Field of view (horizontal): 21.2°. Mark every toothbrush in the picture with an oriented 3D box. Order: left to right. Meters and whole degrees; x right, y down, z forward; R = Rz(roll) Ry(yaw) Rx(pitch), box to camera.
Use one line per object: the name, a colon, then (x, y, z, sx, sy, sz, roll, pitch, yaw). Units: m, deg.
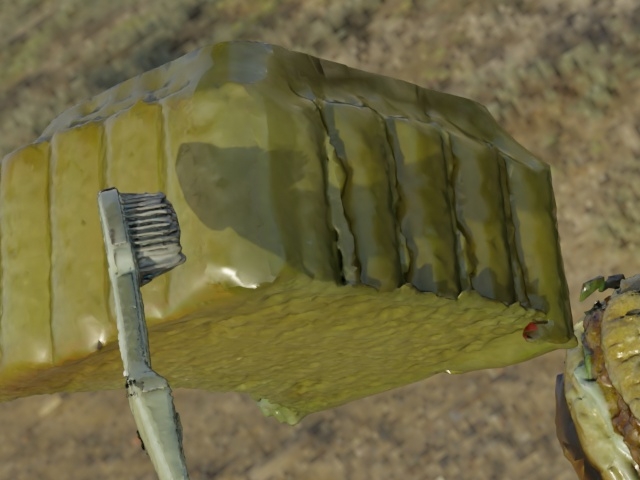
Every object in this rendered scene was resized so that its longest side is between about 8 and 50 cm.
toothbrush: (-0.041, 0.070, 0.515, 0.028, 0.026, 0.294, -12, 39, -5)

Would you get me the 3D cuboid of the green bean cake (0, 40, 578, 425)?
green bean cake: (-0.031, 0.007, 0.807, 0.233, 0.236, 0.124, -20, 69, 42)

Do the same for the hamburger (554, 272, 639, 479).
hamburger: (0.229, 0.104, 0.991, 0.130, 0.206, 0.183, -49, 50, 32)
